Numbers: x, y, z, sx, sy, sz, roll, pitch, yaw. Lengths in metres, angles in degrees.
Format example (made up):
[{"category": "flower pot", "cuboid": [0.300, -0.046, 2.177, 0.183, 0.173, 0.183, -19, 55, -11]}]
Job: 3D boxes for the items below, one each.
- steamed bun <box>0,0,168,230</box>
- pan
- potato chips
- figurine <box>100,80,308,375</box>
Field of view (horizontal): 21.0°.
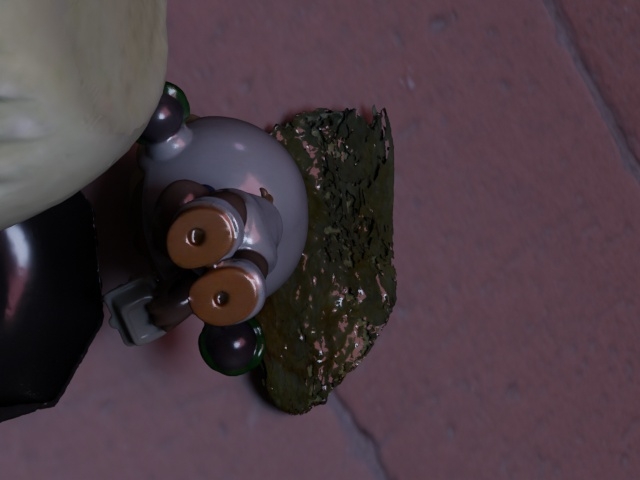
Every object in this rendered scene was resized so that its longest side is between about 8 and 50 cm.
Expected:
[{"category": "steamed bun", "cuboid": [-0.192, -0.138, 0.583, 0.273, 0.290, 0.272, 61, 32, -47]}, {"category": "pan", "cuboid": [-0.168, 0.040, 0.737, 0.128, 0.048, 0.202, 51, 44, -27]}, {"category": "potato chips", "cuboid": [0.000, 0.000, 0.975, 0.142, 0.026, 0.209, 59, 42, -19]}, {"category": "figurine", "cuboid": [-0.056, -0.004, 0.806, 0.197, 0.094, 0.147, -60, 134, -75]}]
